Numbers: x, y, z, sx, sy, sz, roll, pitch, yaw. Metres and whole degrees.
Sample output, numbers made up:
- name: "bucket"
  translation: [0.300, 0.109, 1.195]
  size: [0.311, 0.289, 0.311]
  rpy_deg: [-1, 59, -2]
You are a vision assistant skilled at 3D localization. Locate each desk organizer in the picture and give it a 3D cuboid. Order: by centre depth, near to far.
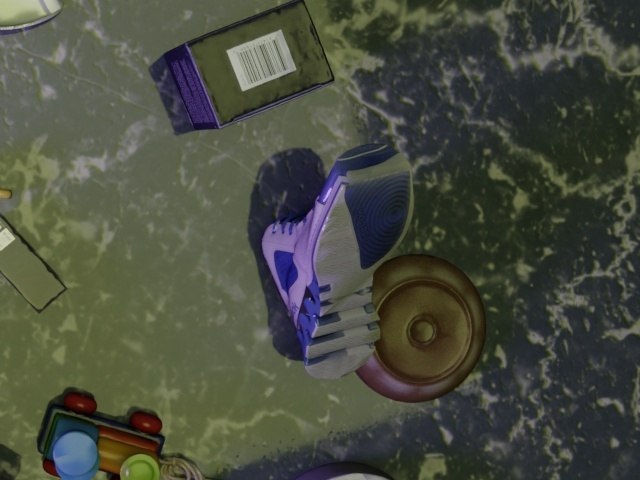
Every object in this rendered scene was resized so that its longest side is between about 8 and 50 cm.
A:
- name: "desk organizer"
  translation: [-0.372, 0.025, 1.731]
  size: [0.047, 0.050, 0.130]
  rpy_deg: [-42, 101, -8]

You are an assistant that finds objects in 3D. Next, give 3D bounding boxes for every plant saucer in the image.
- name: "plant saucer"
  translation: [0.129, 0.118, 1.859]
  size: [0.198, 0.036, 0.199]
  rpy_deg: [-1, 93, -12]

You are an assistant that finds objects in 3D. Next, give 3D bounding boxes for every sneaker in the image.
- name: "sneaker"
  translation: [0.000, 0.001, 1.733]
  size: [0.127, 0.182, 0.316]
  rpy_deg: [-11, 133, -27]

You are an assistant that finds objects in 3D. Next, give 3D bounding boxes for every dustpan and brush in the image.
- name: "dustpan and brush"
  translation: [-0.431, -0.298, 1.694]
  size: [0.211, 0.060, 0.147]
  rpy_deg: [-29, 99, -10]

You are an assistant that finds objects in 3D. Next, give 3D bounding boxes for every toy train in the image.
- name: "toy train"
  translation: [-0.218, 0.274, 1.732]
  size: [0.248, 0.143, 0.105]
  rpy_deg: [19, 89, -13]

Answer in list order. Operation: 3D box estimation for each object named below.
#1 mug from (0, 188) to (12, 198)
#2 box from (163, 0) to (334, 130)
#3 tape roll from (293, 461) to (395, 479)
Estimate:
- name: "mug"
  translation: [-0.419, -0.066, 1.709]
  size: [0.078, 0.064, 0.062]
  rpy_deg: [-24, 97, -11]
- name: "box"
  translation: [-0.090, -0.209, 1.703]
  size: [0.153, 0.207, 0.108]
  rpy_deg: [-23, 98, -10]
- name: "tape roll"
  translation: [0.036, 0.402, 1.835]
  size: [0.219, 0.072, 0.219]
  rpy_deg: [-1, 94, -12]
